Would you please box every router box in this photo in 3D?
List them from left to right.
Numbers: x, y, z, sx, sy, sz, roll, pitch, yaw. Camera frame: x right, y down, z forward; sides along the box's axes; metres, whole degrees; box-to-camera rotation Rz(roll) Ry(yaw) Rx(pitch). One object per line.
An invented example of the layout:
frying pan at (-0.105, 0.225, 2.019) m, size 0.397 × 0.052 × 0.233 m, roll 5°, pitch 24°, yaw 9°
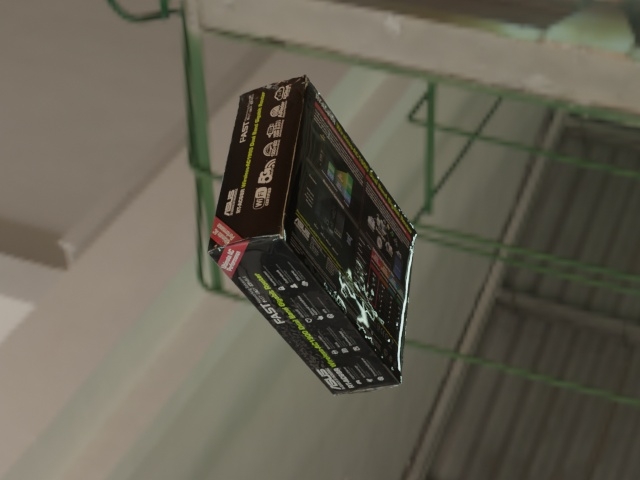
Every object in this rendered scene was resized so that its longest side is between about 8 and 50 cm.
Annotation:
router box at (0.000, 0.000, 0.655) m, size 0.038 × 0.122 × 0.092 m, roll -12°, pitch -132°, yaw 26°
